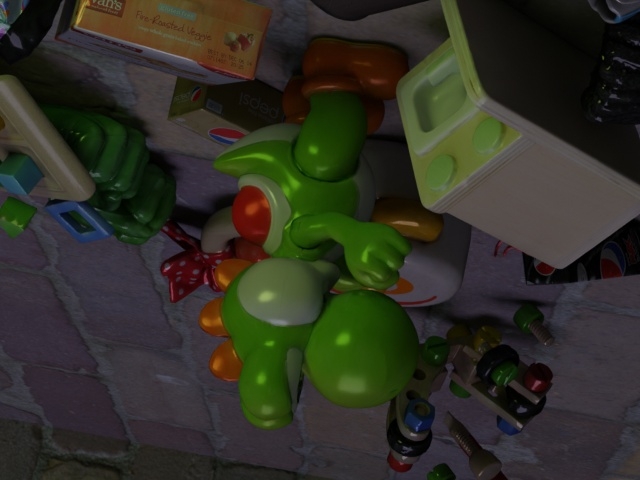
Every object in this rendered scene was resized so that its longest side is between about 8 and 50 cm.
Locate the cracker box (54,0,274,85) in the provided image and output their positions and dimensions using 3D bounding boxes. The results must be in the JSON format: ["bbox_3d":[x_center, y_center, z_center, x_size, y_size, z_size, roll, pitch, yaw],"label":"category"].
[{"bbox_3d":[-0.142,-0.187,1.600,0.156,0.067,0.232,16,179,-12],"label":"cracker box"}]

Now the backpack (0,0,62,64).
[{"bbox_3d":[-0.290,-0.250,1.517,0.182,0.152,0.115,35,147,-26],"label":"backpack"}]

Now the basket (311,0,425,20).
[{"bbox_3d":[0.098,-0.248,1.263,0.227,0.154,0.204,-4,154,30],"label":"basket"}]

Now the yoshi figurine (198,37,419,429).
[{"bbox_3d":[0.025,0.008,1.718,0.203,0.362,0.203,-4,156,38],"label":"yoshi figurine"}]

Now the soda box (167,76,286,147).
[{"bbox_3d":[-0.063,-0.119,1.874,0.181,0.058,0.061,25,157,-35],"label":"soda box"}]

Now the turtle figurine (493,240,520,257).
[{"bbox_3d":[0.202,-0.057,1.831,0.175,0.118,0.234,-5,150,41],"label":"turtle figurine"}]

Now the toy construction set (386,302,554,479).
[{"bbox_3d":[0.156,0.190,2.486,0.237,0.257,0.309,51,165,34],"label":"toy construction set"}]

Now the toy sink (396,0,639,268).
[{"bbox_3d":[0.156,-0.098,1.590,0.234,0.152,0.131,25,129,-38],"label":"toy sink"}]

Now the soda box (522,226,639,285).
[{"bbox_3d":[0.288,0.016,1.981,0.060,0.053,0.169,-5,180,41],"label":"soda box"}]

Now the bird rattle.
[{"bbox_3d":[-0.075,0.011,2.248,0.253,0.143,0.207,25,149,-1],"label":"bird rattle"}]

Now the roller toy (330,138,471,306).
[{"bbox_3d":[0.069,-0.011,1.979,0.209,0.146,0.191,-3,158,35],"label":"roller toy"}]

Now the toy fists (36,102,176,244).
[{"bbox_3d":[-0.251,-0.070,2.076,0.142,0.096,0.279,6,160,14],"label":"toy fists"}]

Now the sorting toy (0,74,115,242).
[{"bbox_3d":[-0.356,-0.102,1.936,0.196,0.047,0.347,3,141,38],"label":"sorting toy"}]

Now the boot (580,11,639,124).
[{"bbox_3d":[0.352,-0.100,1.573,0.260,0.131,0.348,6,157,8],"label":"boot"}]

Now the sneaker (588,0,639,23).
[{"bbox_3d":[0.250,-0.200,1.413,0.191,0.083,0.071,10,160,-1],"label":"sneaker"}]
